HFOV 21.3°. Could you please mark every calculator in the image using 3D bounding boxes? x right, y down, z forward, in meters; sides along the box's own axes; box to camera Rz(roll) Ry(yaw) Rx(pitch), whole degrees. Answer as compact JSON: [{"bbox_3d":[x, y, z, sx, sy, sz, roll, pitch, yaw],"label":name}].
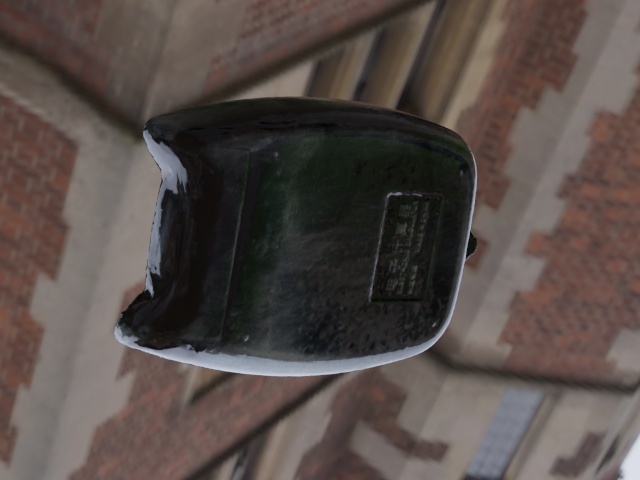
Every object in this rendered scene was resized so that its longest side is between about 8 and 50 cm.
[{"bbox_3d":[0.000,0.000,1.063,0.268,0.177,0.040,-1,-166,-40],"label":"calculator"}]
